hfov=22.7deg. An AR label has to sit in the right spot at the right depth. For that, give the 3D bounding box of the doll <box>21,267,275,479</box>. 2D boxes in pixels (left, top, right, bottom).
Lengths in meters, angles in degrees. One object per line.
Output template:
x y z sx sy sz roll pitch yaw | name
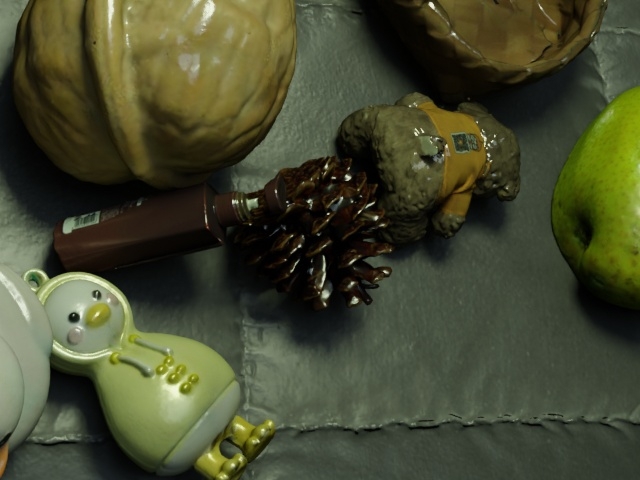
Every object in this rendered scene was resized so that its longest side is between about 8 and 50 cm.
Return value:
-0.183 0.129 1.579 0.296 0.117 0.141 42 60 -3 | doll

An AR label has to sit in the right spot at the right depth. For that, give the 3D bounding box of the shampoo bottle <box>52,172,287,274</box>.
-0.149 -0.018 1.610 0.236 0.067 0.068 -12 55 13 | shampoo bottle

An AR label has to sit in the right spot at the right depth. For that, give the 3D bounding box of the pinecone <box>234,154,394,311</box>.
0.003 0.001 1.686 0.163 0.163 0.165 -48 111 -29 | pinecone

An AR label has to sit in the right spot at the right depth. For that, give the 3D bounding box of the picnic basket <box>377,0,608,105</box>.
0.206 -0.352 1.802 0.293 0.337 0.337 -33 86 -29 | picnic basket

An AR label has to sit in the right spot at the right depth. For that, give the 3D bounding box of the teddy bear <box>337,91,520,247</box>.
0.138 -0.093 1.788 0.190 0.140 0.177 -10 72 -34 | teddy bear

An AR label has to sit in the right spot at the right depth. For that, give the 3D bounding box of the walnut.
-0.167 -0.185 1.614 0.296 0.285 0.285 -4 67 20 | walnut

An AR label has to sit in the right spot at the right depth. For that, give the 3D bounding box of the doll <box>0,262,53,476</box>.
-0.348 0.111 1.455 0.221 0.221 0.251 -17 79 -26 | doll

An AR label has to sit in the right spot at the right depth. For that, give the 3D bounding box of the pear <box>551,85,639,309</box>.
0.399 -0.036 1.858 0.292 0.159 0.292 6 71 -18 | pear
